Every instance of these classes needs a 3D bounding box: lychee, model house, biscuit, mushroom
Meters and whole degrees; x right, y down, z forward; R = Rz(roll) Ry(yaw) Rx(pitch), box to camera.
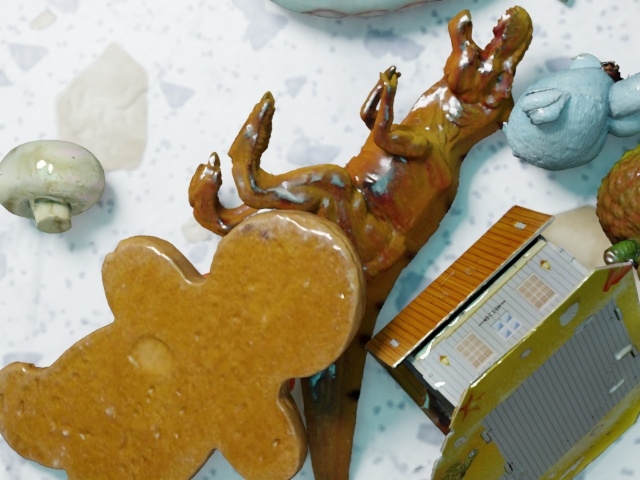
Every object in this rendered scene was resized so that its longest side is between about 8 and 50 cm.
[{"bbox_3d":[0.255,-0.023,0.985,0.114,0.114,0.146,39,63,9],"label":"lychee"},{"bbox_3d":[0.116,0.087,0.976,0.219,0.207,0.136,-43,52,-3],"label":"model house"},{"bbox_3d":[-0.090,0.094,0.988,0.205,0.049,0.324,49,117,8],"label":"biscuit"},{"bbox_3d":[-0.205,-0.041,1.044,0.084,0.083,0.067,-7,69,5],"label":"mushroom"}]

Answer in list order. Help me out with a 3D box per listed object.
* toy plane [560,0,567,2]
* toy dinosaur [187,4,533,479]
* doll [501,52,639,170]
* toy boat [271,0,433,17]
[{"bbox_3d":[0.174,-0.222,1.055,0.080,0.033,0.083,-18,82,14],"label":"toy plane"},{"bbox_3d":[0.000,0.000,1.018,0.208,0.097,0.432,25,95,-8],"label":"toy dinosaur"},{"bbox_3d":[0.217,-0.109,1.001,0.180,0.120,0.075,-23,73,-3],"label":"doll"},{"bbox_3d":[0.037,-0.232,1.058,0.208,0.079,0.134,-12,77,-6],"label":"toy boat"}]
